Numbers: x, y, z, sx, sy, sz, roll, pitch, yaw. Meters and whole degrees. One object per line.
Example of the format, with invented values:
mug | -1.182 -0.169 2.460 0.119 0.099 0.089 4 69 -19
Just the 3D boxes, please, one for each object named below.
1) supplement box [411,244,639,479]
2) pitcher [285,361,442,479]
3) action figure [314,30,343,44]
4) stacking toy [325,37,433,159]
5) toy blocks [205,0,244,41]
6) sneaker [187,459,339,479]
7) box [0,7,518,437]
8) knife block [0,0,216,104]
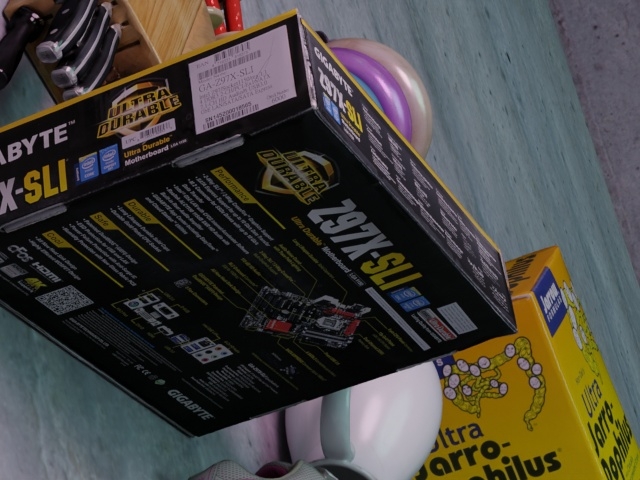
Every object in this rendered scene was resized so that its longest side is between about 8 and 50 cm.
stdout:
supplement box | 0.190 0.215 1.732 0.356 0.195 0.194 67 19 -7
pitcher | 0.029 0.135 1.440 0.207 0.125 0.177 -70 166 -54
action figure | 0.036 -0.128 1.822 0.185 0.099 0.285 68 13 18
stacking toy | -0.039 -0.070 1.465 0.330 0.141 0.141 -27 97 -57
toy blocks | -0.098 -0.194 1.564 0.123 0.054 0.148 26 47 -65
sneaker | -0.002 0.210 1.296 0.252 0.103 0.111 23 42 -47
box | -0.051 0.007 1.171 0.322 0.257 0.079 44 31 -52
knife block | -0.164 -0.171 1.298 0.242 0.088 0.275 27 47 -65
